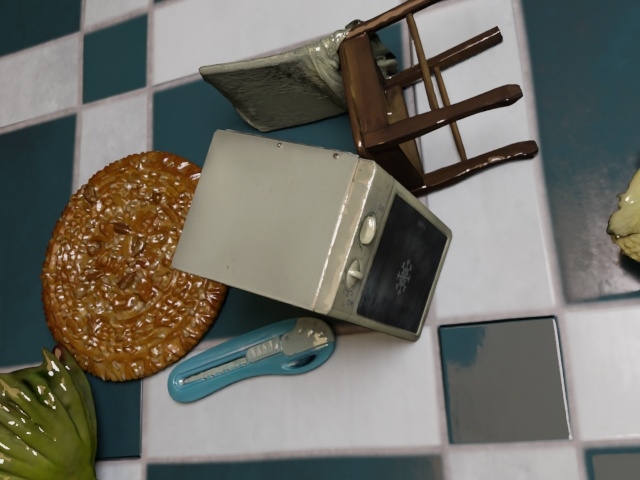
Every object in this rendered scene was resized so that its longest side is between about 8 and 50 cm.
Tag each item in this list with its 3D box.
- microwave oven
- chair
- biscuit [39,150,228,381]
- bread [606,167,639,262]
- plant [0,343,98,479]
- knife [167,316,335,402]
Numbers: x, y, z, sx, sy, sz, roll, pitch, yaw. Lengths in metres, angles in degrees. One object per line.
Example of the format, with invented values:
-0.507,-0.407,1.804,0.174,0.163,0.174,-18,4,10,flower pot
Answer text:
0.000,0.000,0.701,0.194,0.240,0.145,18,86,28,microwave oven
0.044,-0.138,0.764,0.319,0.160,0.186,-18,69,18,chair
-0.244,0.027,0.921,0.306,0.038,0.305,-6,75,23,biscuit
0.389,-0.022,0.586,0.252,0.133,0.174,-5,42,52,bread
-0.276,0.279,0.851,0.334,0.180,0.251,27,101,1,plant
-0.085,0.139,0.823,0.222,0.031,0.064,-21,73,19,knife
